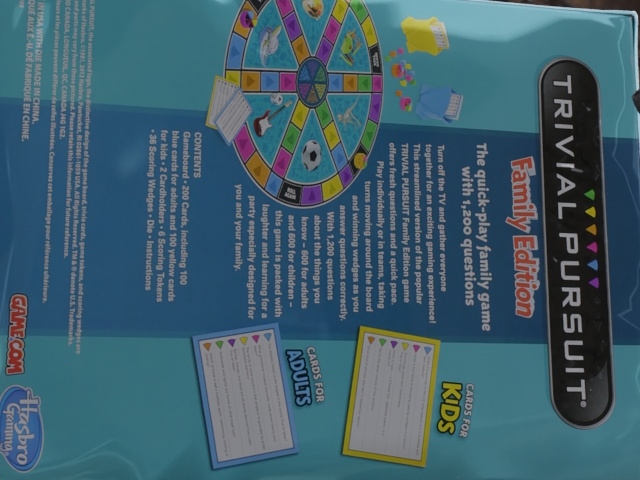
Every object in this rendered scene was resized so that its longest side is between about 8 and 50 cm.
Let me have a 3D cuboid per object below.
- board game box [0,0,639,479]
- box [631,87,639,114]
[{"bbox_3d":[0.000,0.000,0.519,0.336,0.253,0.079,3,-10,-13],"label":"board game box"},{"bbox_3d":[0.198,0.001,0.173,0.060,0.216,0.270,-4,-21,-29],"label":"box"}]
